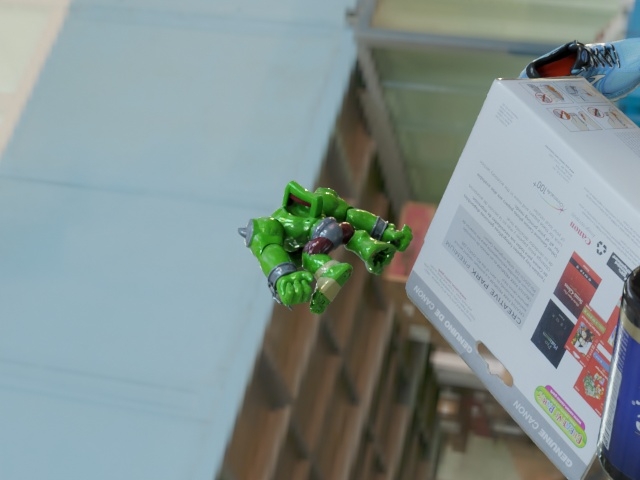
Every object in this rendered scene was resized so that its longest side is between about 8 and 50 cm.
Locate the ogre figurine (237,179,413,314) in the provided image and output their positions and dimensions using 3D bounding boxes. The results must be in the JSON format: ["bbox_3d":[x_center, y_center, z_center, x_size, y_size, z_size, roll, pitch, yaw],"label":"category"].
[{"bbox_3d":[0.000,0.000,1.674,0.197,0.118,0.097,-37,-27,-26],"label":"ogre figurine"}]

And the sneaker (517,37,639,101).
[{"bbox_3d":[0.289,-0.185,1.702,0.073,0.162,0.063,91,158,-66],"label":"sneaker"}]

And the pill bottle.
[{"bbox_3d":[0.281,0.131,1.219,0.123,0.123,0.219,-55,-28,-56],"label":"pill bottle"}]

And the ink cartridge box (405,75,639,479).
[{"bbox_3d":[0.252,0.035,1.538,0.130,0.309,0.272,-6,-47,-37],"label":"ink cartridge box"}]
